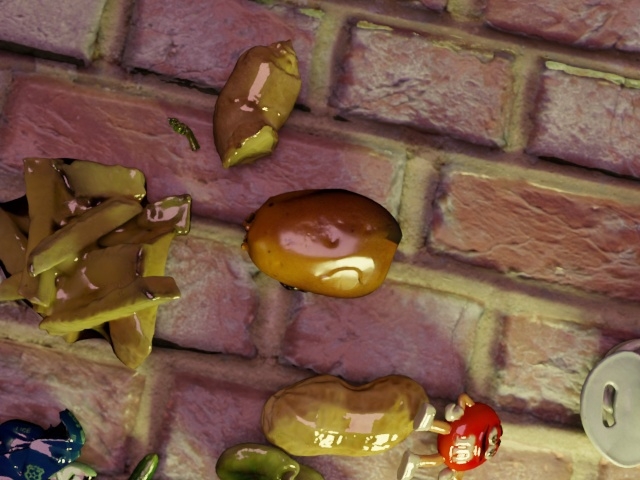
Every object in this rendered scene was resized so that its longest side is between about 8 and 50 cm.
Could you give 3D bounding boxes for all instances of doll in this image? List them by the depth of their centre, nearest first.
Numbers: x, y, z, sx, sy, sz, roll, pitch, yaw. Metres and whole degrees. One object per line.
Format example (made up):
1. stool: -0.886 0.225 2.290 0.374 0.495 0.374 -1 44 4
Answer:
1. doll: 0.249 0.363 1.385 0.217 0.085 0.183 6 106 -32

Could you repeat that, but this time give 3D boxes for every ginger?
1. ginger: -0.409 0.000 1.350 0.413 0.211 0.358 35 81 1
2. ginger: -0.119 -0.248 1.421 0.152 0.138 0.267 8 78 40

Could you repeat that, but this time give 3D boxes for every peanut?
1. peanut: 0.046 0.311 1.377 0.305 0.147 0.147 2 83 -4

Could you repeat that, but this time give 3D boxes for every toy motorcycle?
1. toy motorcycle: -0.546 0.374 1.345 0.331 0.125 0.196 15 81 -5

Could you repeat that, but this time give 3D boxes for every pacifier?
1. pacifier: 0.626 0.292 1.364 0.299 0.233 0.244 9 80 -4

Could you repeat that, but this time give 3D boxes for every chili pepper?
1. chili pepper: -0.260 -0.207 1.472 0.027 0.022 0.083 -42 92 -8

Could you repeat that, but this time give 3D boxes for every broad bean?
1. broad bean: -0.086 0.426 1.359 0.206 0.072 0.153 28 121 -2

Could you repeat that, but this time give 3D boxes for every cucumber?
1. cucumber: -0.339 0.452 1.386 0.037 0.037 0.155 29 80 0

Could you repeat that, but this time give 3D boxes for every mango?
1. mango: 0.000 0.000 1.401 0.287 0.152 0.201 3 73 -6
